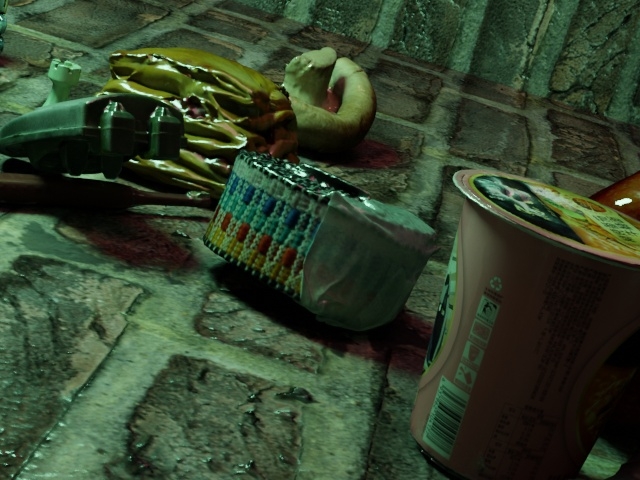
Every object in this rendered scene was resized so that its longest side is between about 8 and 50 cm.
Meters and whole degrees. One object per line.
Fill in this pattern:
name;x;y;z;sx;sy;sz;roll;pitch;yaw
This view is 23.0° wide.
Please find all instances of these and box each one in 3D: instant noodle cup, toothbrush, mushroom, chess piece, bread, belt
instant noodle cup;0.196;0.090;1.453;0.244;0.255;0.244;17;16;-5
toothbrush;-0.279;-0.056;1.869;0.364;0.041;0.041;3;20;-39
mushroom;0.012;-0.211;2.532;0.151;0.156;0.285;35;33;19
chess piece;-0.357;-0.191;2.136;0.067;0.103;0.067;16;16;-5
bread;-0.163;-0.176;2.166;0.277;0.167;0.324;20;17;11
belt;0.000;0.000;1.772;0.257;0.150;0.207;26;8;28

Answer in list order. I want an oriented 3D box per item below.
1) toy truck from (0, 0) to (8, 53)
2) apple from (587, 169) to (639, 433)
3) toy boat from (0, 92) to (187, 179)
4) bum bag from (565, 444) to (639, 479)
toy truck;-0.537;-0.375;2.447;0.080;0.178;0.115;6;17;-35
apple;0.366;0.064;1.647;0.288;0.288;0.317;17;-27;1
toy boat;-0.291;-0.118;1.872;0.141;0.092;0.319;3;-3;-38
bum bag;0.282;0.238;1.339;0.144;0.095;0.340;33;27;27
